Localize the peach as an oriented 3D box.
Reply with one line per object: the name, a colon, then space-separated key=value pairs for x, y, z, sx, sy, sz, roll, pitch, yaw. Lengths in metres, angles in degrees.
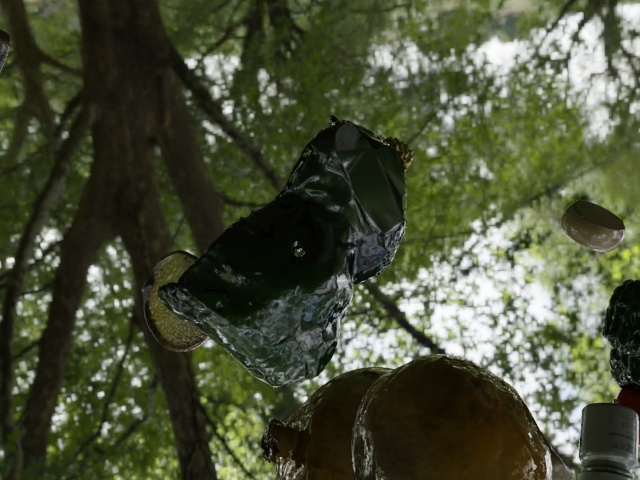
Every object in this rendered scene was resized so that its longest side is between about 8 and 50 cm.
peach: x=-0.237 y=0.113 z=1.588 sx=0.068 sy=0.189 sz=0.279 roll=-3 pitch=-174 yaw=-43

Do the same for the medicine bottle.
medicine bottle: x=0.519 y=0.386 z=1.538 sx=0.105 sy=0.105 sz=0.168 roll=1 pitch=-120 yaw=23

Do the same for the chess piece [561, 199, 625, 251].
chess piece: x=0.362 y=-0.020 z=1.130 sx=0.083 sy=0.038 sz=0.084 roll=15 pitch=-153 yaw=-8

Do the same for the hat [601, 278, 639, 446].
hat: x=0.695 y=0.255 z=1.717 sx=0.274 sy=0.332 sz=0.242 roll=17 pitch=179 yaw=36

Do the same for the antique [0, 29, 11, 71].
antique: x=-0.536 y=-0.230 z=1.194 sx=0.143 sy=0.257 sz=0.121 roll=19 pitch=180 yaw=-37

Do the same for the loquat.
loquat: x=0.141 y=0.231 z=0.914 sx=0.193 sy=0.238 sz=0.238 roll=-27 pitch=-177 yaw=38

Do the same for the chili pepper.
chili pepper: x=0.006 y=-0.004 z=0.717 sx=0.116 sy=0.148 sz=0.264 roll=-24 pitch=-158 yaw=49

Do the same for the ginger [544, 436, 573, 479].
ginger: x=0.421 y=0.504 z=1.796 sx=0.213 sy=0.137 sz=0.074 roll=-36 pitch=161 yaw=23

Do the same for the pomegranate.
pomegranate: x=0.065 y=0.323 z=1.216 sx=0.319 sy=0.319 sz=0.319 roll=-7 pitch=-162 yaw=2

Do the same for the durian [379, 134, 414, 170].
durian: x=0.122 y=-0.180 z=1.936 sx=0.165 sy=0.132 sz=0.182 roll=21 pitch=-166 yaw=9
